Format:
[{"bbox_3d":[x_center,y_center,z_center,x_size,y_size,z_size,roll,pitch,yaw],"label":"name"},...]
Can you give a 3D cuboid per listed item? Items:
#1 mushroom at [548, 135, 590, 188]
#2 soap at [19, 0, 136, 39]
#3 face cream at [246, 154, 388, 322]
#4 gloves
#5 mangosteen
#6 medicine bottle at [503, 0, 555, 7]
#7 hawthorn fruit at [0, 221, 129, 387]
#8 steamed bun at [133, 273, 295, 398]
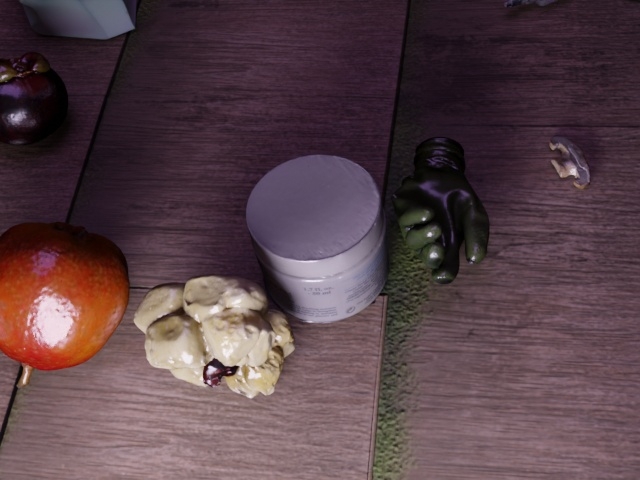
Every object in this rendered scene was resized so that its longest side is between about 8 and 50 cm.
[{"bbox_3d":[0.363,-0.115,1.308,0.049,0.019,0.101,-19,54,-6],"label":"mushroom"},{"bbox_3d":[-0.459,-0.501,1.628,0.208,0.115,0.347,-25,55,-10],"label":"soap"},{"bbox_3d":[0.000,0.000,1.190,0.177,0.153,0.177,-4,52,5],"label":"face cream"},{"bbox_3d":[0.162,-0.037,1.227,0.135,0.107,0.268,7,38,3],"label":"gloves"},{"bbox_3d":[-0.474,-0.227,1.415,0.152,0.152,0.152,-3,54,5],"label":"mangosteen"},{"bbox_3d":[0.393,-0.432,1.509,0.199,0.058,0.058,-27,56,-12],"label":"medicine bottle"},{"bbox_3d":[-0.353,0.087,1.170,0.196,0.196,0.225,19,89,19],"label":"hawthorn fruit"},{"bbox_3d":[-0.136,0.127,1.101,0.192,0.177,0.106,1,58,13],"label":"steamed bun"}]
